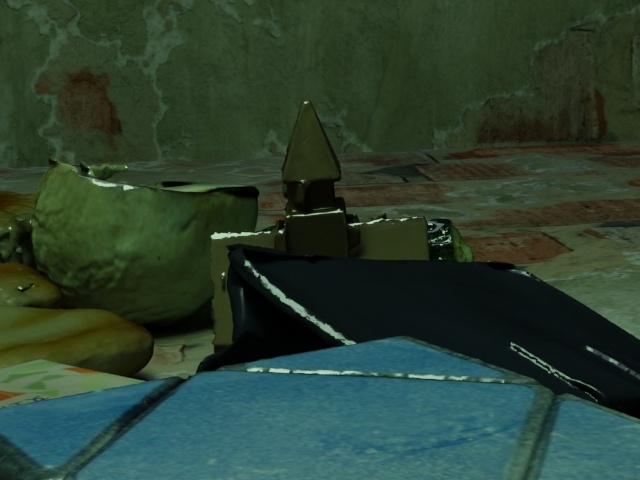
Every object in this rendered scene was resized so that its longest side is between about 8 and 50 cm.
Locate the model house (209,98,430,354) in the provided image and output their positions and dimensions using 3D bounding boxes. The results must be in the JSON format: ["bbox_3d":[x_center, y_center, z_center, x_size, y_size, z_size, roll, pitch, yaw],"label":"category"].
[{"bbox_3d":[0.000,0.000,1.222,0.181,0.248,0.176,-3,17,2],"label":"model house"}]

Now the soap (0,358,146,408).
[{"bbox_3d":[-0.154,0.153,0.763,0.182,0.138,0.199,8,13,39],"label":"soap"}]

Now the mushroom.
[{"bbox_3d":[-0.176,0.009,1.516,0.190,0.164,0.267,11,3,11],"label":"mushroom"}]

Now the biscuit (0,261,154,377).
[{"bbox_3d":[-0.319,0.092,1.279,0.237,0.062,0.291,21,24,39],"label":"biscuit"}]

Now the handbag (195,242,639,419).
[{"bbox_3d":[0.108,0.103,0.947,0.326,0.118,0.269,2,21,-47],"label":"handbag"}]

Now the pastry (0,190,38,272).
[{"bbox_3d":[-0.423,0.018,1.564,0.330,0.136,0.329,1,9,0],"label":"pastry"}]

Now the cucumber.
[{"bbox_3d":[0.047,0.015,1.697,0.265,0.077,0.077,-3,10,2],"label":"cucumber"}]

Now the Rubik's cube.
[{"bbox_3d":[0.004,0.160,0.501,0.205,0.207,0.205,-9,14,-30],"label":"Rubik's cube"}]

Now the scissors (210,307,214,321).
[{"bbox_3d":[0.025,0.088,1.409,0.191,0.029,0.360,-4,10,-21],"label":"scissors"}]
